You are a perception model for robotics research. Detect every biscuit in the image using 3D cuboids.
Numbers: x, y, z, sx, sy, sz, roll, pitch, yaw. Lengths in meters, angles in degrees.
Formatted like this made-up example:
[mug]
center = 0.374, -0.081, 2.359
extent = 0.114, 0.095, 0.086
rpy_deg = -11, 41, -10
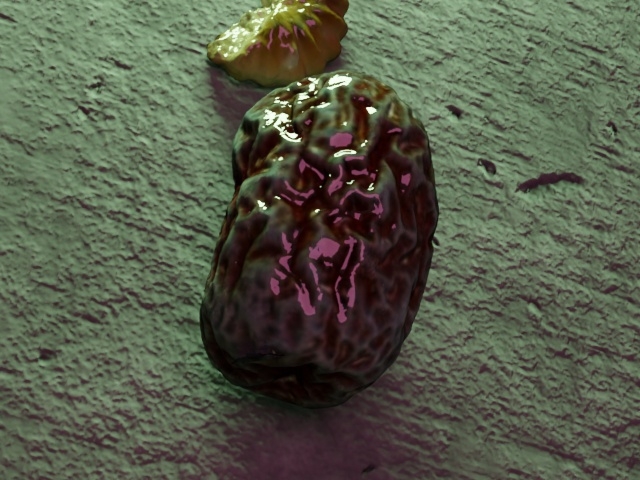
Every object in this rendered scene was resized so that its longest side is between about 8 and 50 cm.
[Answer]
[biscuit]
center = -0.027, -0.230, 1.860
extent = 0.118, 0.061, 0.183
rpy_deg = 35, 59, -2

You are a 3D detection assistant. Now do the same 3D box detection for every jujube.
[jujube]
center = 0.000, 0.000, 1.662
extent = 0.226, 0.226, 0.317
rpy_deg = 20, 60, -8
